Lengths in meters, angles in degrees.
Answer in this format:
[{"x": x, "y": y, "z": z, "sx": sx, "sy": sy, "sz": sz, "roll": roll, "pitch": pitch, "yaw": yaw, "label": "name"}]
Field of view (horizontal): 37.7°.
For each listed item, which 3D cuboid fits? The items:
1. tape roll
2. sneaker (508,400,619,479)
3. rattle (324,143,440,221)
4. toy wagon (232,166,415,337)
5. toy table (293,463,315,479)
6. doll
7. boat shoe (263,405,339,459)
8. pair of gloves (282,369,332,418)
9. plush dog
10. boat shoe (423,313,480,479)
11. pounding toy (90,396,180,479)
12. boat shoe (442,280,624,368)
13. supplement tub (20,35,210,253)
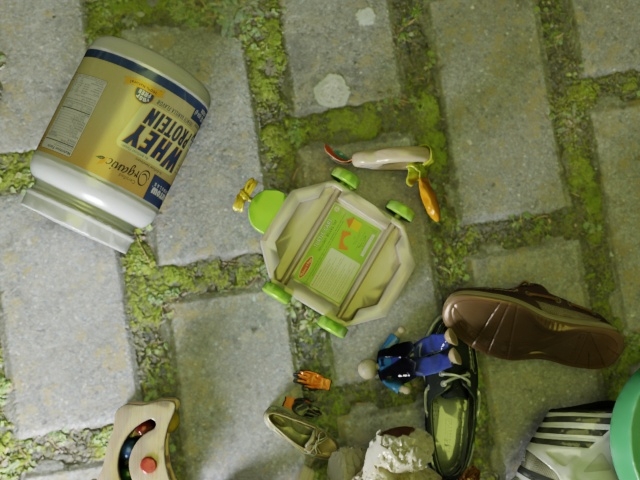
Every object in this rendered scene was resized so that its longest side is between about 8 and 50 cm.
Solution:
[{"x": 0.666, "y": 0.350, "z": 1.620, "sx": 0.321, "sy": 0.077, "sz": 0.321, "roll": 2, "pitch": 79, "yaw": -9, "label": "tape roll"}, {"x": 0.585, "y": 0.442, "z": 1.688, "sx": 0.447, "sy": 0.169, "sz": 0.257, "roll": 27, "pitch": 85, "yaw": -2, "label": "sneaker"}, {"x": 0.109, "y": -0.106, "z": 1.697, "sx": 0.199, "sy": 0.130, "sz": 0.143, "roll": -4, "pitch": 102, "yaw": -8, "label": "rattle"}, {"x": 0.000, "y": 0.000, "z": 1.703, "sx": 0.344, "sy": 0.068, "sz": 0.267, "roll": 31, "pitch": 83, "yaw": -3, "label": "toy wagon"}, {"x": -0.078, "y": 0.510, "z": 1.611, "sx": 0.274, "sy": 0.161, "sz": 0.252, "roll": 42, "pitch": 82, "yaw": -3, "label": "toy table"}, {"x": 0.155, "y": 0.211, "z": 1.687, "sx": 0.189, "sy": 0.046, "sz": 0.129, "roll": -20, "pitch": 59, "yaw": 21, "label": "doll"}, {"x": -0.033, "y": 0.348, "z": 1.683, "sx": 0.153, "sy": 0.048, "sz": 0.056, "roll": 34, "pitch": 83, "yaw": -3, "label": "boat shoe"}, {"x": -0.024, "y": 0.280, "z": 1.708, "sx": 0.074, "sy": 0.010, "sz": 0.083, "roll": 20, "pitch": 85, "yaw": -5, "label": "pair of gloves"}, {"x": 0.152, "y": 0.447, "z": 1.595, "sx": 0.225, "sy": 0.262, "sz": 0.210, "roll": 15, "pitch": 59, "yaw": -22, "label": "plush dog"}, {"x": 0.241, "y": 0.283, "z": 1.698, "sx": 0.114, "sy": 0.091, "sz": 0.302, "roll": 0, "pitch": 86, "yaw": -6, "label": "boat shoe"}, {"x": -0.299, "y": 0.402, "z": 1.594, "sx": 0.154, "sy": 0.155, "sz": 0.269, "roll": 14, "pitch": 85, "yaw": -1, "label": "pounding toy"}, {"x": 0.382, "y": 0.141, "z": 1.720, "sx": 0.342, "sy": 0.123, "sz": 0.123, "roll": 11, "pitch": 120, "yaw": -8, "label": "boat shoe"}, {"x": -0.348, "y": -0.159, "z": 1.591, "sx": 0.228, "sy": 0.228, "sz": 0.316, "roll": 25, "pitch": 84, "yaw": -4, "label": "supplement tub"}]
